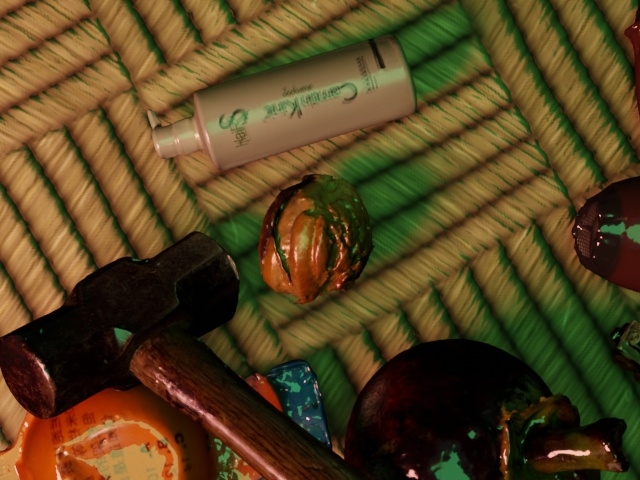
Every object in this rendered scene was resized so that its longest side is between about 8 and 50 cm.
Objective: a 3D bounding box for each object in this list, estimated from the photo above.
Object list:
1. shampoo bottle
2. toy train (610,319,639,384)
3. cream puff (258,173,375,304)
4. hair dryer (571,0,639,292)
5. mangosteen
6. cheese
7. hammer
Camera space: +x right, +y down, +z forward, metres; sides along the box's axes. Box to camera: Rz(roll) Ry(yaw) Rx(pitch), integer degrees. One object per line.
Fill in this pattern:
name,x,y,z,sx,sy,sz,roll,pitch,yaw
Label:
shampoo bottle,-0.039,-0.131,1.275,0.262,0.085,0.085,-17,91,-1
toy train,0.400,0.165,1.293,0.249,0.085,0.053,38,72,-1
cream puff,0.000,0.000,1.260,0.104,0.119,0.133,16,54,32
hair dryer,0.399,-0.113,1.298,0.312,0.123,0.340,-2,79,-13
mangosteen,0.158,0.193,1.189,0.231,0.289,0.231,18,58,-31
cheese,-0.151,0.207,1.254,0.329,0.129,0.217,-15,87,-13
hammer,-0.076,0.164,1.152,0.409,0.095,0.242,37,45,23
